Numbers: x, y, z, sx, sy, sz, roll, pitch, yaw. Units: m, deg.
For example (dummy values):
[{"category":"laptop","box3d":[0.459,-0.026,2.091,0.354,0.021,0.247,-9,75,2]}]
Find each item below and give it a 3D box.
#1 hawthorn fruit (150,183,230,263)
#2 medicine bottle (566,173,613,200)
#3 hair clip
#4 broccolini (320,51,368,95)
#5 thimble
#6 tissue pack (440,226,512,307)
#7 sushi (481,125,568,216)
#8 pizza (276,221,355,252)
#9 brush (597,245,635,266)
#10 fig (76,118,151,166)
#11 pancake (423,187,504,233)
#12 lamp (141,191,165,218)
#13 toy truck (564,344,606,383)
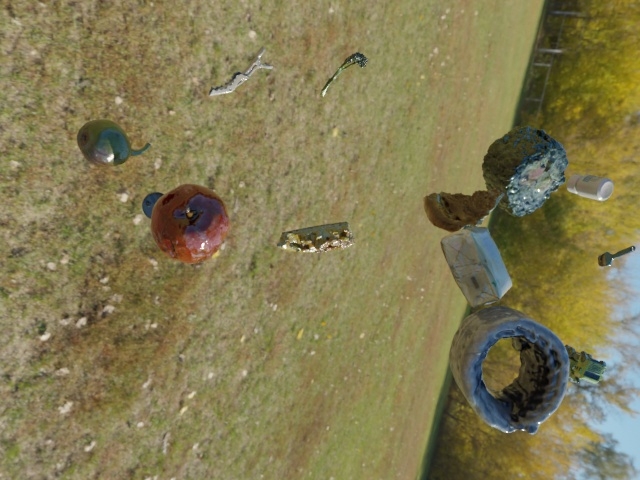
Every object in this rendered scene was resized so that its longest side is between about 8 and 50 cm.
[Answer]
[{"category":"hawthorn fruit","box3d":[-0.378,-0.059,1.393,0.241,0.242,0.271,-68,-171,-22]},{"category":"medicine bottle","box3d":[0.624,-0.125,1.100,0.052,0.089,0.052,-8,110,-22]},{"category":"hair clip","box3d":[-0.246,-0.504,1.473,0.226,0.034,0.072,-38,132,2]},{"category":"broccolini","box3d":[0.061,-0.464,1.312,0.054,0.194,0.052,20,65,-26]},{"category":"thimble","box3d":[0.393,0.267,1.010,0.157,0.217,0.245,-52,136,-84]},{"category":"tissue pack","box3d":[0.386,0.057,1.157,0.222,0.090,0.186,-6,72,-59]},{"category":"sushi","box3d":[0.794,-0.268,1.833,0.294,0.178,0.352,-38,140,4]},{"category":"pizza","box3d":[-0.007,0.006,1.740,0.268,0.258,0.087,37,46,-78]},{"category":"brush","box3d":[1.009,0.050,1.617,0.164,0.014,0.051,116,-19,-68]},{"category":"fig","box3d":[-0.602,-0.281,1.426,0.245,0.149,0.149,0,103,-63]},{"category":"pancake","box3d":[0.465,-0.119,1.542,0.057,0.245,0.266,47,21,-37]},{"category":"lamp","box3d":[-0.511,-0.064,1.664,0.109,0.371,0.130,4,108,-44]},{"category":"toy truck","box3d":[0.855,0.415,1.563,0.169,0.077,0.100,-76,-174,-87]}]
